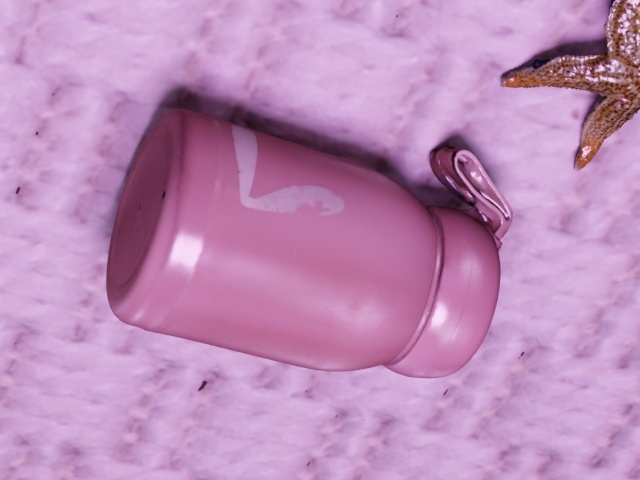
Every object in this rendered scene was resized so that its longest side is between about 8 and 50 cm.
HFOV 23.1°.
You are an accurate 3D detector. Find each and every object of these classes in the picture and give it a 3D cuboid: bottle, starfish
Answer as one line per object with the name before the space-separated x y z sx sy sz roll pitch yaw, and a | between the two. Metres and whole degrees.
bottle | 0.000 0.000 1.235 0.297 0.173 0.206 16 90 -19
starfish | 0.257 -0.136 1.241 0.176 0.053 0.208 18 129 -32
